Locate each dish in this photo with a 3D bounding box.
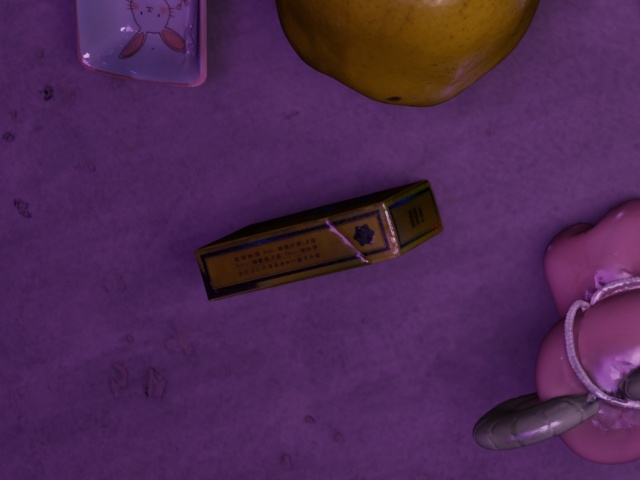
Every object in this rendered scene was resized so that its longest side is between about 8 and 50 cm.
[{"bbox_3d":[-0.178,-0.285,1.748,0.154,0.064,0.234,11,119,18],"label":"dish"}]

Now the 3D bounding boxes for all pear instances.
[{"bbox_3d":[0.084,-0.276,1.554,0.294,0.294,0.294,5,103,21],"label":"pear"}]

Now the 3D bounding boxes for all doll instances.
[{"bbox_3d":[0.275,0.098,1.553,0.284,0.268,0.216,-28,92,24],"label":"doll"}]

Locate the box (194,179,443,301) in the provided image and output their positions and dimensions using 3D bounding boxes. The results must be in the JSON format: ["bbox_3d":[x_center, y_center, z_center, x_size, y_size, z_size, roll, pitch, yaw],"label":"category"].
[{"bbox_3d":[0.000,-0.001,1.713,0.220,0.141,0.064,-16,94,24],"label":"box"}]
